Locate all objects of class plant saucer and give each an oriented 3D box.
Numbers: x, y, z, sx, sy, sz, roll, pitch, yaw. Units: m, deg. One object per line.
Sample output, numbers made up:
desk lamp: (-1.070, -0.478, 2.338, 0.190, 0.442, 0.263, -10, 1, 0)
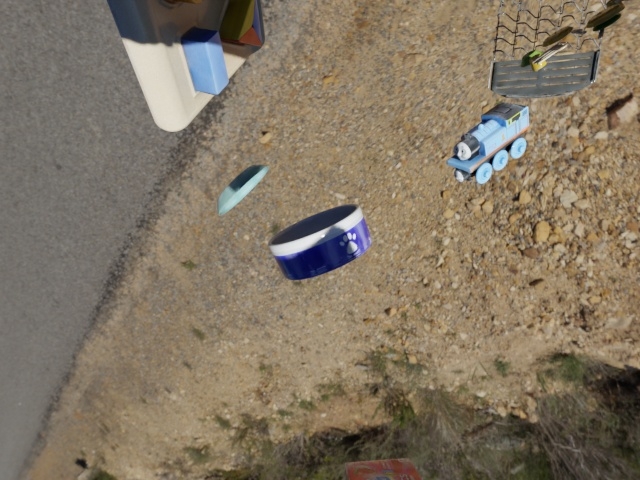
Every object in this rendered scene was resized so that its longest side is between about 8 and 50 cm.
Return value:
plant saucer: (-0.136, -0.091, 0.679, 0.021, 0.119, 0.119, 45, 127, -6)

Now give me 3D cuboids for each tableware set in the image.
tableware set: (0.401, -0.323, 0.635, 0.154, 0.104, 0.024, -33, 111, 22)

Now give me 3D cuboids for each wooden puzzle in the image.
wooden puzzle: (-0.188, -0.402, 0.680, 0.080, 0.348, 0.322, 19, 144, 15)

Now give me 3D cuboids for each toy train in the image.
toy train: (0.335, -0.193, 0.801, 0.080, 0.184, 0.105, 39, 160, 52)

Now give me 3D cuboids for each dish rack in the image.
dish rack: (0.417, -0.408, 0.744, 0.208, 0.074, 0.271, 9, 101, 35)

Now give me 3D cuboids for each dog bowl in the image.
dog bowl: (0.000, 0.000, 1.080, 0.265, 0.265, 0.104, -15, 106, 32)

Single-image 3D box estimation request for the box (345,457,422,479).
box: (0.116, 0.463, 0.637, 0.128, 0.257, 0.123, -2, 84, -3)
